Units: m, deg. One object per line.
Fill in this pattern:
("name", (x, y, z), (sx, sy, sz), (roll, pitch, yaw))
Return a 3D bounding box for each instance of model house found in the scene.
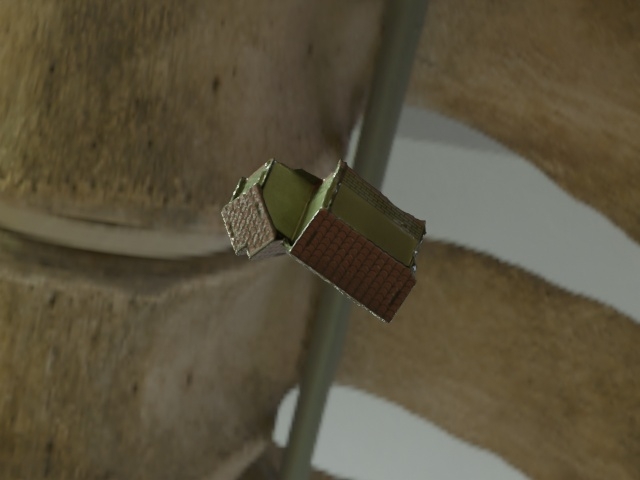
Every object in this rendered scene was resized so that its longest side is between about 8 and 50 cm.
("model house", (0.000, 0.000, 0.753), (0.083, 0.058, 0.057), (36, -43, -18))
